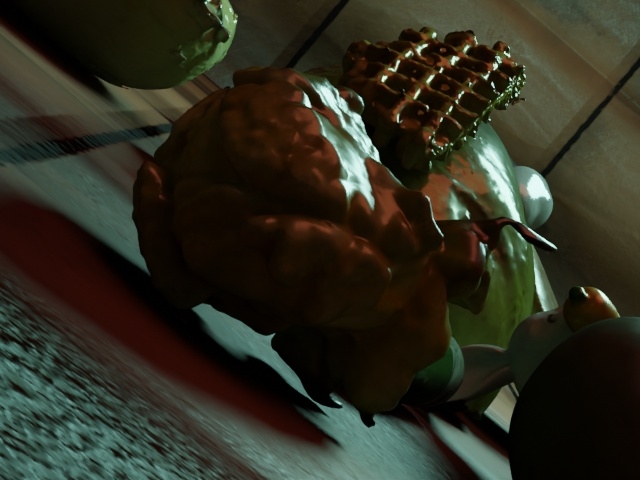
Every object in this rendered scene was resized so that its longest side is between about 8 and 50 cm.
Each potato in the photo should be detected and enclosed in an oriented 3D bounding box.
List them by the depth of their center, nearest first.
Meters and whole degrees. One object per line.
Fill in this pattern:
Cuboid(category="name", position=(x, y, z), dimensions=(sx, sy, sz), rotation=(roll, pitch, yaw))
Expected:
Cuboid(category="potato", position=(0.082, -0.018, 1.488), dimensions=(0.330, 0.213, 0.280), rotation=(36, 5, -35))

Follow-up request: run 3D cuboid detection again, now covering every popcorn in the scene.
Cuboid(category="popcorn", position=(0.001, -0.001, 0.953), dimensions=(0.195, 0.173, 0.168), rotation=(45, -10, -8))

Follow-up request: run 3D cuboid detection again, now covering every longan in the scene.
Cuboid(category="longan", position=(0.205, 0.153, 1.204), dimensions=(0.159, 0.204, 0.185), rotation=(-2, 17, 28))

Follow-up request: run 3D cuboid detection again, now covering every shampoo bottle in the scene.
Cuboid(category="shampoo bottle", position=(0.045, 0.076, 1.200), dimensions=(0.065, 0.065, 0.204), rotation=(41, 4, 17))

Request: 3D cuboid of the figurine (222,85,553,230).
Cuboid(category="figurine", position=(0.064, -0.073, 1.931), dimensions=(0.365, 0.206, 0.218), rotation=(41, 5, 17))

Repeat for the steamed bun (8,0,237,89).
Cuboid(category="steamed bun", position=(-0.197, -0.239, 1.695), dimensions=(0.232, 0.166, 0.273), rotation=(52, 3, -28))

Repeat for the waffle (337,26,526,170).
Cuboid(category="waffle", position=(0.099, -0.114, 1.436), dimensions=(0.192, 0.046, 0.161), rotation=(-6, 39, -33))

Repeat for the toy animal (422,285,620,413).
Cuboid(category="toy animal", position=(0.169, 0.098, 1.323), dimensions=(0.181, 0.127, 0.131), rotation=(26, -7, 3))

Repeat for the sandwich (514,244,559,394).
Cuboid(category="sandwich", position=(0.191, 0.092, 1.612), dimensions=(0.212, 0.063, 0.245), rotation=(8, 61, -83))
